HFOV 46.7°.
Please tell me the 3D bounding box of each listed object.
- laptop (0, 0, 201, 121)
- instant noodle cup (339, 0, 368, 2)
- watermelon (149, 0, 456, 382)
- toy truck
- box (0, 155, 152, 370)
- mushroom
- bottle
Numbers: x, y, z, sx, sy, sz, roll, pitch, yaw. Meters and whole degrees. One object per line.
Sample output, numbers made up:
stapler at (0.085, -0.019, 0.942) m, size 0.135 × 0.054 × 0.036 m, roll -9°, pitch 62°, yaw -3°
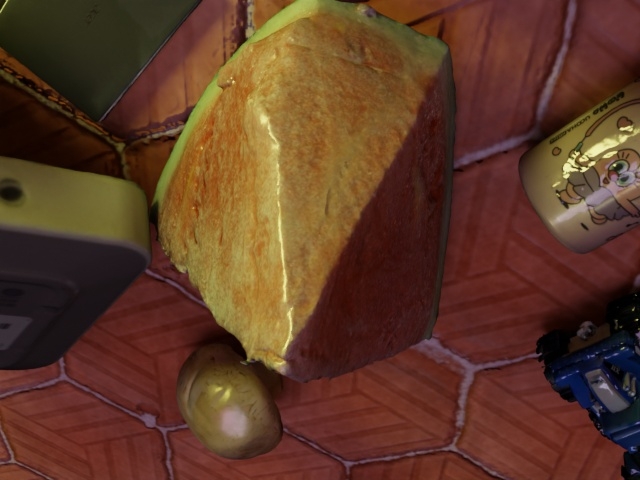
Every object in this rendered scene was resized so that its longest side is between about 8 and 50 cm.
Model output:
laptop at (-0.191, -0.192, 0.615) m, size 0.129 × 0.016 × 0.180 m, roll 40°, pitch 127°, yaw -19°
instant noodle cup at (-0.027, -0.267, 0.392) m, size 0.234 × 0.235 × 0.178 m, roll 28°, pitch 119°, yaw -10°
watermelon at (0.029, -0.013, 0.575) m, size 0.250 × 0.293 × 0.283 m, roll 1°, pitch 135°, yaw -27°
toy truck at (0.314, 0.159, 0.711) m, size 0.208 × 0.126 × 0.113 m, roll 41°, pitch 126°, yaw -20°
box at (-0.378, 0.033, 0.660) m, size 0.367 × 0.091 × 0.373 m, roll 8°, pitch 152°, yaw -32°
mushroom at (-0.098, 0.182, 0.834) m, size 0.148 × 0.112 × 0.148 m, roll 35°, pitch 144°, yaw 31°
bottle at (0.264, -0.077, 0.553) m, size 0.209 × 0.097 × 0.110 m, roll -35°, pitch 146°, yaw 33°
